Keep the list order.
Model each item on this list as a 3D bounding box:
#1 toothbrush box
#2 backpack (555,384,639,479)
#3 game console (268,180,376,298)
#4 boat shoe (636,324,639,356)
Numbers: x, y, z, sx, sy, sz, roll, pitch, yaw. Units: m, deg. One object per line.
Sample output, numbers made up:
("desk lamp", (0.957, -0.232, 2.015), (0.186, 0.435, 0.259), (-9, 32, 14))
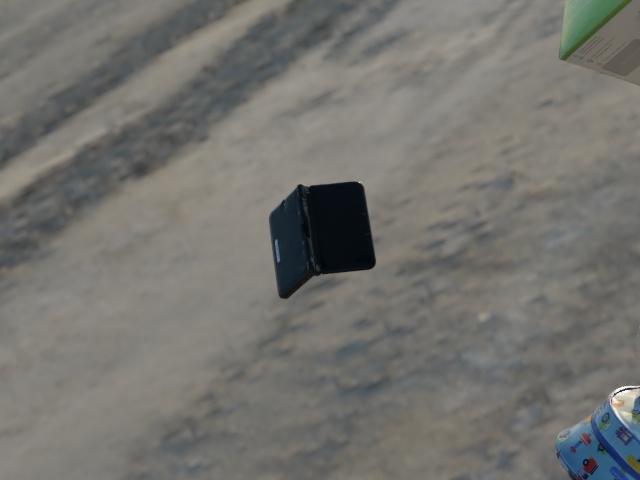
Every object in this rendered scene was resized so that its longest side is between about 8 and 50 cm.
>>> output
("toothbrush box", (0.353, -0.329, 1.887), (0.206, 0.122, 0.283), (138, 146, -62))
("backpack", (0.288, 0.176, 1.516), (0.173, 0.117, 0.158), (8, 32, -39))
("game console", (0.000, 0.000, 2.143), (0.107, 0.071, 0.122), (-43, 44, 42))
("boat shoe", (0.355, 0.077, 1.935), (0.035, 0.100, 0.035), (11, 11, 14))
